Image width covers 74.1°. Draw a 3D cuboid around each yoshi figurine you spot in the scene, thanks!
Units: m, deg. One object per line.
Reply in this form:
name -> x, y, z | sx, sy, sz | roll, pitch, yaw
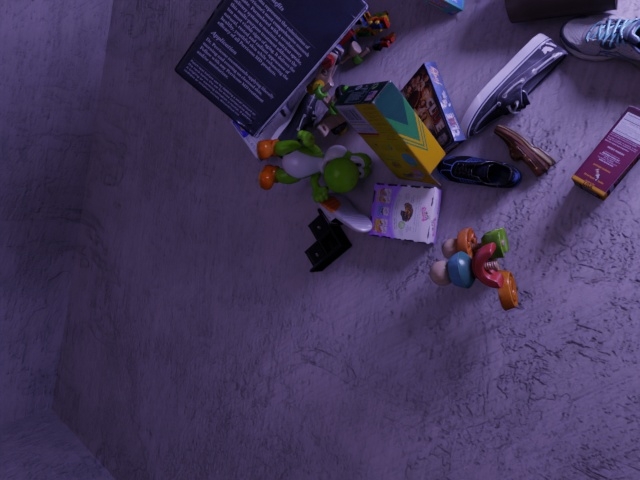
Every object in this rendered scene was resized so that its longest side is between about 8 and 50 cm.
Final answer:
yoshi figurine -> -0.024, -0.230, 1.341 | 0.361, 0.203, 0.203 | 4, 73, 10

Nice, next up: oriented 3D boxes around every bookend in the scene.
bookend -> 0.000, 0.000, 1.447 | 0.156, 0.072, 0.157 | -41, 67, 27

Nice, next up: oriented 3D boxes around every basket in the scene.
basket -> 0.574, -0.622, 1.017 | 0.226, 0.154, 0.205 | -1, 89, 38

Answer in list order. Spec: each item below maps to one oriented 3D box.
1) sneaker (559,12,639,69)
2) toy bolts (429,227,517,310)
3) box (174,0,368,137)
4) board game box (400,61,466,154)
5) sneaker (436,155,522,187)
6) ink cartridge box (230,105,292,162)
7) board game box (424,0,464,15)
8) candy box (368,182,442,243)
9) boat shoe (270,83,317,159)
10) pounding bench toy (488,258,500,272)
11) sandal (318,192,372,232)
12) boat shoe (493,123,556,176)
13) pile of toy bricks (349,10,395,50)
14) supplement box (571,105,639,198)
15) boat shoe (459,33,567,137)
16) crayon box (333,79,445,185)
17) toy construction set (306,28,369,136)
sneaker -> 0.684, -0.463, 0.950 | 0.282, 0.122, 0.110 | 32, 107, 30
toy bolts -> 0.371, 0.082, 1.041 | 0.158, 0.228, 0.219 | -12, 91, 33
box -> -0.138, -0.646, 1.274 | 0.471, 0.297, 0.480 | -40, 27, 23
board game box -> 0.307, -0.352, 1.209 | 0.165, 0.042, 0.244 | -42, 62, 63
sneaker -> 0.419, -0.191, 1.149 | 0.232, 0.090, 0.082 | 14, 97, 33
ink cartridge box -> -0.200, -0.427, 1.586 | 0.208, 0.045, 0.206 | -36, 68, 1
board game box -> 0.338, -0.760, 1.167 | 0.047, 0.160, 0.211 | 11, 97, 56
candy box -> 0.254, -0.083, 1.275 | 0.196, 0.070, 0.165 | 10, 95, 35
boat shoe -> -0.064, -0.418, 1.482 | 0.091, 0.114, 0.303 | 36, 101, 2
pounding bench toy -> 0.445, 0.071, 1.152 | 0.083, 0.052, 0.065 | -13, 82, 34
sandal -> 0.067, -0.073, 1.364 | 0.265, 0.101, 0.076 | 48, 141, 46
boat shoe -> 0.517, -0.235, 1.099 | 0.178, 0.064, 0.060 | 47, 113, 22
pile of toy bricks -> 0.168, -0.684, 1.335 | 0.105, 0.118, 0.212 | -49, 43, -7
supplement box -> 0.674, -0.194, 0.966 | 0.080, 0.104, 0.188 | 42, 111, 28
boat shoe -> 0.494, -0.376, 1.098 | 0.301, 0.108, 0.102 | -48, 65, 18
crayon box -> 0.203, -0.289, 1.169 | 0.081, 0.318, 0.202 | -51, 31, -6
toy construction set -> 0.040, -0.484, 1.359 | 0.237, 0.257, 0.309 | -27, 54, 44
